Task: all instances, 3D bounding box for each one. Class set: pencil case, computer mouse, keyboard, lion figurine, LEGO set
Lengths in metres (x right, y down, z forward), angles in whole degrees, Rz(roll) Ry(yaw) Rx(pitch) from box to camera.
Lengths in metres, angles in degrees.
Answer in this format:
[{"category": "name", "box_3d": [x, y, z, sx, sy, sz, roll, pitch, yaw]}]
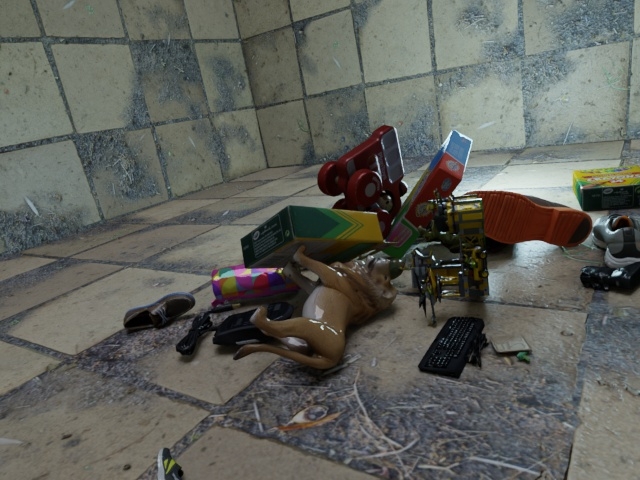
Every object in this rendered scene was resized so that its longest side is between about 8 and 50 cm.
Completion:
[{"category": "pencil case", "box_3d": [-0.167, 0.108, 1.197, 0.237, 0.104, 0.104, -12, 17, -2]}, {"category": "computer mouse", "box_3d": [-0.175, 0.188, 1.024, 0.262, 0.060, 0.184, -17, 16, 4]}, {"category": "keyboard", "box_3d": [0.253, 0.178, 0.834, 0.100, 0.038, 0.192, 1, 21, 32]}, {"category": "lion figurine", "box_3d": [0.010, 0.146, 0.907, 0.142, 0.240, 0.392, -52, 3, 42]}, {"category": "LEGO set", "box_3d": [0.258, 0.013, 1.015, 0.192, 0.254, 0.331, -5, 14, 17]}]

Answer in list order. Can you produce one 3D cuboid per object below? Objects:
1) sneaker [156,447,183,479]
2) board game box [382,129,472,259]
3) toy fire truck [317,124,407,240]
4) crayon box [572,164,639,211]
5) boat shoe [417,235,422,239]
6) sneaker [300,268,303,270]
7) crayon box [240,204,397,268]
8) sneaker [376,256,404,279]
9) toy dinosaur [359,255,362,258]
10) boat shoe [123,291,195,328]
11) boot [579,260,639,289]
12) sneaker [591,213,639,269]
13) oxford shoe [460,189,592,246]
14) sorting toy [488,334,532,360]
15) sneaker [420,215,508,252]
[{"category": "sneaker", "box_3d": [-0.212, 0.325, 0.646, 0.035, 0.031, 0.083, -1, 18, -19]}, {"category": "board game box", "box_3d": [0.295, -0.124, 1.283, 0.064, 0.316, 0.242, 31, 41, 2]}, {"category": "toy fire truck", "box_3d": [0.154, -0.147, 1.324, 0.254, 0.302, 0.169, -36, 36, -23]}, {"category": "crayon box", "box_3d": [0.958, -0.183, 1.522, 0.203, 0.081, 0.318, -3, 18, 23]}, {"category": "boat shoe", "box_3d": [0.343, -0.030, 1.446, 0.137, 0.043, 0.049, -6, 15, 10]}, {"category": "sneaker", "box_3d": [-0.062, 0.040, 1.363, 0.213, 0.094, 0.080, -9, 18, 4]}, {"category": "crayon box", "box_3d": [0.000, 0.000, 1.104, 0.323, 0.083, 0.203, 3, -22, -41]}, {"category": "sneaker", "box_3d": [0.108, 0.091, 1.150, 0.192, 0.064, 0.086, -10, 12, 29]}, {"category": "toy dinosaur", "box_3d": [0.084, 0.033, 1.395, 0.212, 0.064, 0.112, 1, 43, 49]}, {"category": "boat shoe", "box_3d": [-0.405, 0.186, 1.154, 0.183, 0.066, 0.066, -20, 22, 2]}, {"category": "boot", "box_3d": [0.619, 0.070, 0.967, 0.121, 0.045, 0.099, -19, 13, -33]}, {"category": "sneaker", "box_3d": [0.714, -0.020, 1.091, 0.101, 0.107, 0.271, -4, 16, 22]}, {"category": "oxford shoe", "box_3d": [0.512, -0.066, 1.204, 0.364, 0.129, 0.132, 13, 20, -12]}, {"category": "sorting toy", "box_3d": [0.333, 0.187, 0.797, 0.062, 0.012, 0.083, -2, 14, 8]}, {"category": "sneaker", "box_3d": [0.413, -0.025, 1.291, 0.282, 0.106, 0.162, -4, 21, 18]}]
